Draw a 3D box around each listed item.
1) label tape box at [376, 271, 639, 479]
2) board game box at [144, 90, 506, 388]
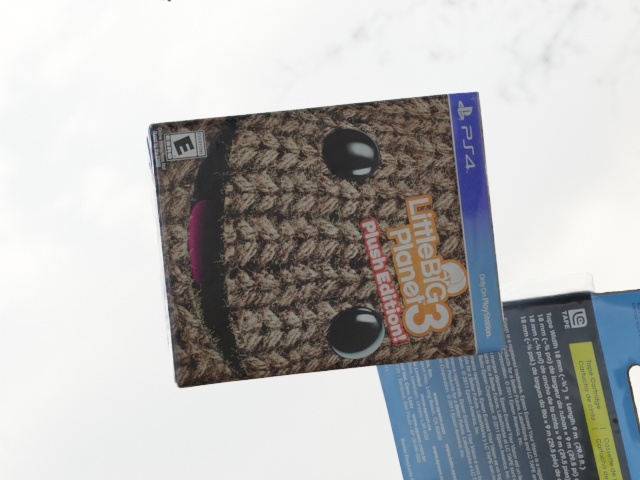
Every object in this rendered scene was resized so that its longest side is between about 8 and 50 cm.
[{"bbox_3d":[0.233,0.165,2.037,0.106,0.333,0.241,-25,-76,-56],"label":"label tape box"},{"bbox_3d":[0.000,0.000,1.766,0.141,0.291,0.232,169,94,-83],"label":"board game box"}]
